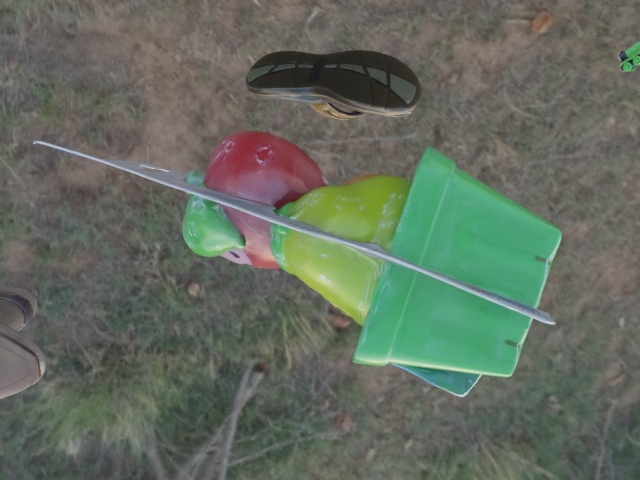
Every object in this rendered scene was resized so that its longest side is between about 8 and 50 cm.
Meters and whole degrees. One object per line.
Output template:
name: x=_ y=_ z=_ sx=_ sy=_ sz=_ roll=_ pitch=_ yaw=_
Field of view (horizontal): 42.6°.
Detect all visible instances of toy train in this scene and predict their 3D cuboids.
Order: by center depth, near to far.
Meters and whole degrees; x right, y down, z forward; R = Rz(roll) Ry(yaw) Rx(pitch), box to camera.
toy train: x=0.346 y=-0.205 z=0.852 sx=0.083 sy=0.024 sz=0.017 roll=-33 pitch=170 yaw=38

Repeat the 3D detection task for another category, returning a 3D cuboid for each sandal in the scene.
sandal: x=0.016 y=-0.171 z=0.949 sx=0.219 sy=0.090 sz=0.060 roll=7 pitch=144 yaw=24

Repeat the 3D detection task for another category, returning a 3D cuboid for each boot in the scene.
boot: x=-0.170 y=0.044 z=0.412 sx=0.118 sy=0.087 sz=0.042 roll=6 pitch=102 yaw=14

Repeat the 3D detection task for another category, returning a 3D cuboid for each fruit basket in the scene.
fruit basket: x=0.000 y=0.000 z=0.662 sx=0.352 sy=0.327 sz=0.166 roll=13 pitch=93 yaw=9
